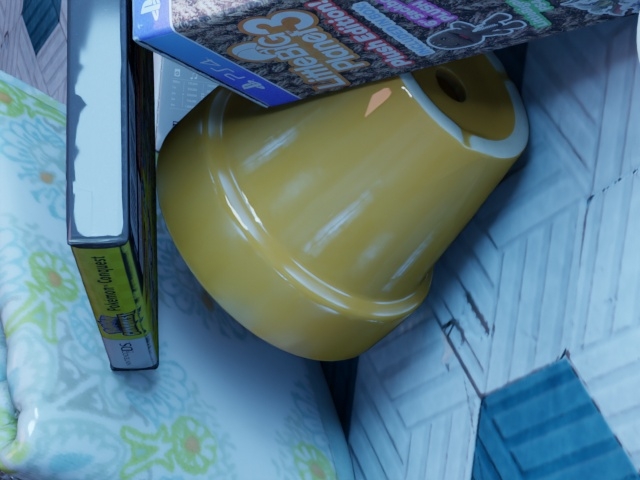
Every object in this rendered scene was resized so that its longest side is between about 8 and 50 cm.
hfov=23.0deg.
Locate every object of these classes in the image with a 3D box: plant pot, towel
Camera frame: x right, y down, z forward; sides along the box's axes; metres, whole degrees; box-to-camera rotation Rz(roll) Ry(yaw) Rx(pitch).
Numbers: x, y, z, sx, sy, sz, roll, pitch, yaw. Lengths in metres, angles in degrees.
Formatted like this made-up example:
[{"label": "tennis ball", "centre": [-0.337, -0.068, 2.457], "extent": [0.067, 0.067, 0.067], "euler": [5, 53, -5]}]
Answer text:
[{"label": "plant pot", "centre": [0.027, -0.054, 1.039], "extent": [0.188, 0.205, 0.205], "euler": [-41, 49, 35]}, {"label": "towel", "centre": [-0.136, 0.059, 1.186], "extent": [0.090, 0.320, 0.374], "euler": [-42, 46, 24]}]

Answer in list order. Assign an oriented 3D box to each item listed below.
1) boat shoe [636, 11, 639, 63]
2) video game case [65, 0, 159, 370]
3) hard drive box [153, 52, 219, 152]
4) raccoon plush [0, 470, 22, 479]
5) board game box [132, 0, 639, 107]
[{"label": "boat shoe", "centre": [0.238, -0.216, 0.736], "extent": [0.112, 0.095, 0.335], "euler": [26, 110, 20]}, {"label": "video game case", "centre": [-0.126, -0.083, 0.968], "extent": [0.248, 0.035, 0.275], "euler": [95, 173, -70]}, {"label": "hard drive box", "centre": [-0.142, -0.193, 1.487], "extent": [0.181, 0.089, 0.232], "euler": [5, 91, 63]}, {"label": "raccoon plush", "centre": [-0.378, 0.127, 1.566], "extent": [0.216, 0.446, 0.299], "euler": [-57, 23, 21]}, {"label": "board game box", "centre": [0.049, -0.230, 0.882], "extent": [0.291, 0.141, 0.232], "euler": [-12, 72, 29]}]
